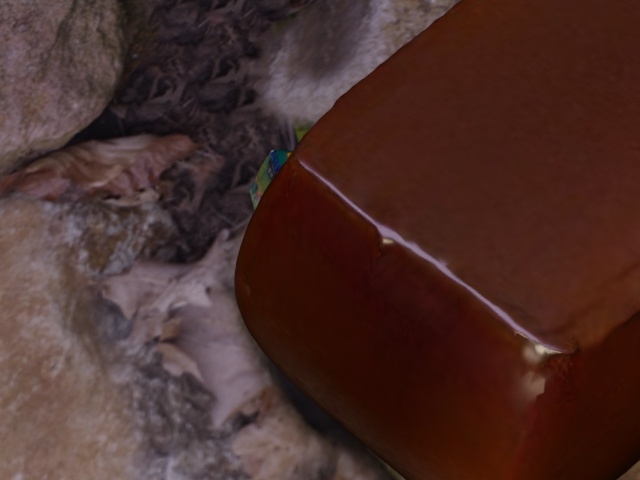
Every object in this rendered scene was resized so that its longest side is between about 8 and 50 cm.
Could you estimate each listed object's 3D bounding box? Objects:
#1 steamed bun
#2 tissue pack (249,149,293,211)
[{"bbox_3d":[0.139,-0.001,0.645,0.235,0.248,0.379,36,56,22],"label":"steamed bun"},{"bbox_3d":[-0.001,0.000,0.801,0.085,0.079,0.111,3,49,-26],"label":"tissue pack"}]
